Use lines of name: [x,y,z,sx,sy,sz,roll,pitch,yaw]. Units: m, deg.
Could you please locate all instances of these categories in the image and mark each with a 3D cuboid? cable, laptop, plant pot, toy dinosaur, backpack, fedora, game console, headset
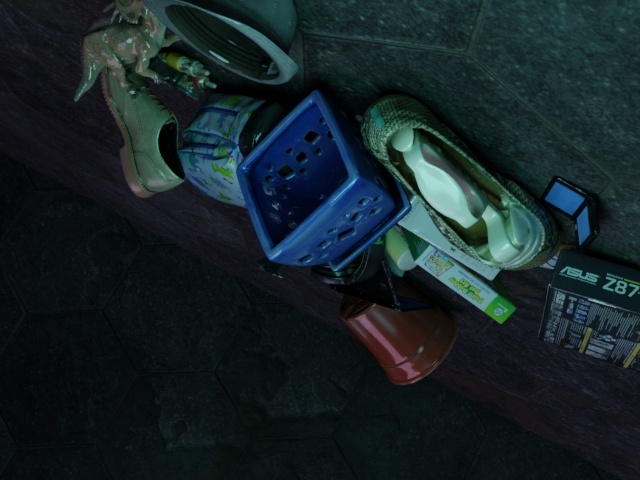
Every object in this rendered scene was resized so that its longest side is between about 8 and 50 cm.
cable: [-0.340,-0.391,1.855,0.287,0.072,0.139,36,179,27]
laptop: [0.142,0.088,2.205,0.234,0.136,0.264,14,136,41]
plant pot: [0.211,0.231,2.507,0.265,0.272,0.272,44,161,-20]
plant pot: [0.016,-0.091,1.574,0.212,0.236,0.236,22,-145,-46]
toy dinosaur: [-0.372,-0.383,1.606,0.295,0.127,0.200,-23,137,20]
backpack: [-0.150,-0.188,1.825,0.290,0.273,0.355,37,-178,-43]
fedora: [-0.133,-0.362,1.368,0.243,0.124,0.275,18,171,43]
game console: [0.432,-0.042,1.498,0.071,0.107,0.122,-1,163,2]
headset: [0.000,0.000,2.030,0.185,0.244,0.394,-11,171,-30]

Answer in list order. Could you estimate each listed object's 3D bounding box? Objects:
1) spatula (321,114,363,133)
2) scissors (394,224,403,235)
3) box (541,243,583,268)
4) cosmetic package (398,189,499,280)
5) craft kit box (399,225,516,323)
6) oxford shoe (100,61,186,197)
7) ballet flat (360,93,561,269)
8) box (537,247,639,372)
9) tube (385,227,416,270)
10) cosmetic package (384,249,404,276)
spatula: [0.114,-0.174,1.752,0.242,0.019,0.168,38,164,-30]
scissors: [0.198,-0.007,1.882,0.297,0.021,0.109,29,-157,-36]
box: [0.473,0.032,1.748,0.136,0.028,0.081,9,156,48]
cosmetic package: [0.271,-0.035,1.690,0.231,0.117,0.085,30,-159,-9]
craft kit box: [0.283,0.037,1.835,0.246,0.061,0.250,32,-161,-18]
oxford shoe: [-0.355,-0.270,1.783,0.130,0.349,0.123,-11,-173,26]
ballet flat: [0.258,-0.061,1.503,0.482,0.164,0.182,39,-160,-22]
box: [0.614,0.165,1.744,0.318,0.097,0.395,19,163,18]
tube: [0.150,-0.025,1.984,0.240,0.062,0.070,-124,32,-44]
cosmetic package: [0.118,0.016,2.222,0.127,0.107,0.238,34,162,-28]
